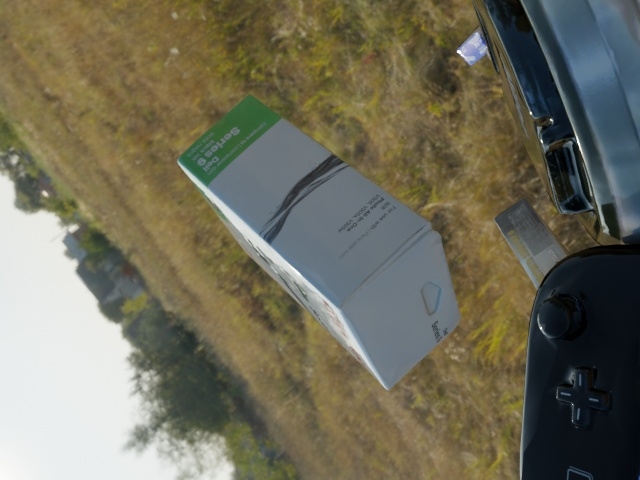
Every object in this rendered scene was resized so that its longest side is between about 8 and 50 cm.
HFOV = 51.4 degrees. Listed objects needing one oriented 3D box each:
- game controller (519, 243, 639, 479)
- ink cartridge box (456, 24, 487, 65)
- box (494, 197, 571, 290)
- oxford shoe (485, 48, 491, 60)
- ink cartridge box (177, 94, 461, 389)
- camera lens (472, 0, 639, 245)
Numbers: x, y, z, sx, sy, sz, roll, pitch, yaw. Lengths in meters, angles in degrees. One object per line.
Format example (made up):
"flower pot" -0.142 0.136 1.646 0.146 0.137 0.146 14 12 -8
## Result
"game controller" 0.197 0.084 0.225 0.067 0.166 0.319 17 171 -28
"ink cartridge box" 0.352 -0.430 1.258 0.046 0.207 0.097 43 169 -5
"box" 0.337 0.071 0.889 0.183 0.056 0.231 41 -159 -32
"oxford shoe" 0.345 -0.391 1.065 0.098 0.097 0.271 45 134 27
"ink cartridge box" 0.000 0.000 0.734 0.289 0.121 0.211 40 168 36
"camera lens" 0.233 -0.129 0.344 0.219 0.274 0.219 58 -162 -32
